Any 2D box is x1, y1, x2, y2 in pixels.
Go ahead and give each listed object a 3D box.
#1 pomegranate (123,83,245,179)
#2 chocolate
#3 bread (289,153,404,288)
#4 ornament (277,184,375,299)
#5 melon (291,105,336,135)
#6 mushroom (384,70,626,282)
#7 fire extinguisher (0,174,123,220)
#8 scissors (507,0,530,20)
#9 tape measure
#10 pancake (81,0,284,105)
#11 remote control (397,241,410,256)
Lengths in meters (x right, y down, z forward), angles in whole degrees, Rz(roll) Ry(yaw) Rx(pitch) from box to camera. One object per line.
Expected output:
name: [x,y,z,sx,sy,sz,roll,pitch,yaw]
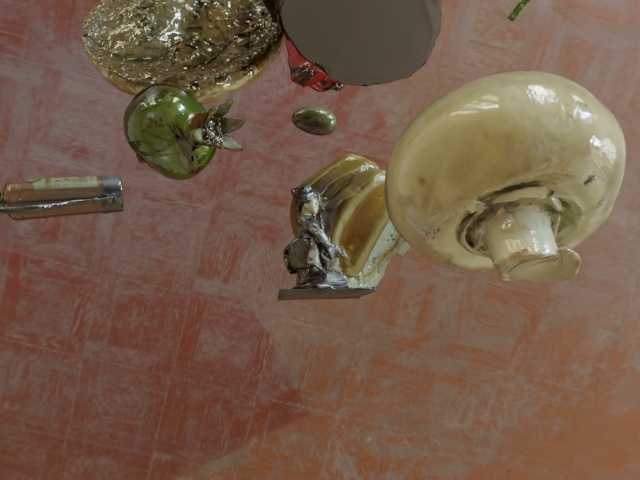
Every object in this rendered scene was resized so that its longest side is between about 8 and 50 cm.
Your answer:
pomegranate: [-0.212,-0.168,0.794,0.190,0.152,0.131,6,73,28]
chocolate: [0.037,-0.423,0.879,0.339,0.210,0.225,5,129,-42]
bread: [0.054,-0.072,1.248,0.210,0.341,0.301,27,104,-32]
ornament: [0.000,0.000,0.852,0.153,0.166,0.196,-2,81,-7]
melon: [-0.022,-0.422,1.777,0.162,0.099,0.099,10,98,-7]
mushroom: [0.191,-0.049,0.520,0.245,0.203,0.246,-3,139,-2]
fire extinguisher: [-0.745,-0.122,1.389,0.375,0.200,0.113,-7,87,-25]
scissors: [0.581,-0.675,1.361,0.027,0.204,0.101,36,79,-4]
tape measure: [-0.008,-0.582,1.574,0.113,0.260,0.254,-16,78,33]
pancake: [-0.248,-0.399,0.939,0.386,0.082,0.387,2,64,-4]
remote control: [0.171,-0.077,1.400,0.038,0.285,0.123,29,104,-42]
